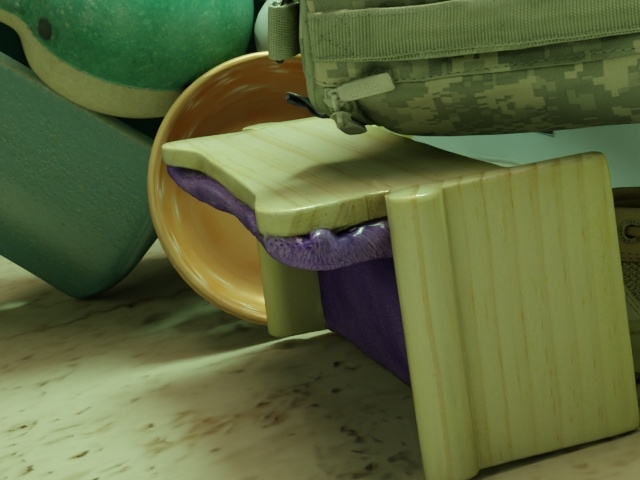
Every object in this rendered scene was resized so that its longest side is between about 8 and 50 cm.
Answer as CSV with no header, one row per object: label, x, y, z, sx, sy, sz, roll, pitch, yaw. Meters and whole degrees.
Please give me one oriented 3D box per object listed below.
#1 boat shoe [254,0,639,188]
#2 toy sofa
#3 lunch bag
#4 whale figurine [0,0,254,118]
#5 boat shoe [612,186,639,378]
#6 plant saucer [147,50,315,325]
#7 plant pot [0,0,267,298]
boat shoe,0.091,-0.112,1.310,0.367,0.136,0.156,13,-13,-26
toy sofa,0.026,0.017,0.929,0.177,0.150,0.362,-11,12,-13
lunch bag,0.142,-0.163,0.852,0.305,0.213,0.256,-3,27,17
whale figurine,-0.159,-0.216,1.194,0.216,0.141,0.272,-13,54,-35
boat shoe,0.301,-0.009,0.878,0.341,0.110,0.122,-12,12,3
plant saucer,-0.027,-0.036,1.145,0.200,0.200,0.037,-15,-4,-15
plant pot,-0.200,-0.101,1.352,0.247,0.252,0.247,30,42,3
